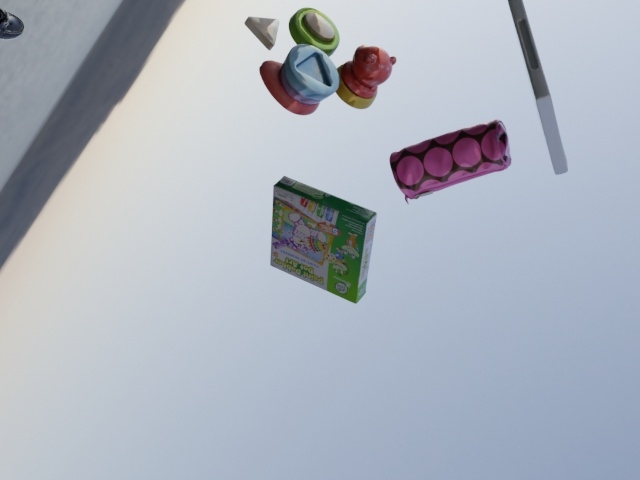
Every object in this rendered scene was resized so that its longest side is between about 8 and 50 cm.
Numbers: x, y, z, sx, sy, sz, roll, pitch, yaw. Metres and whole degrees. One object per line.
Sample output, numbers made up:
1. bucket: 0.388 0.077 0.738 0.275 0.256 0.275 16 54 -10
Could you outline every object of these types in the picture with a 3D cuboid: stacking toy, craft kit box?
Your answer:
1. stacking toy: 0.004 -0.433 1.723 0.308 0.280 0.130 -19 167 -41
2. craft kit box: 0.000 0.000 1.801 0.061 0.249 0.247 -47 151 -42

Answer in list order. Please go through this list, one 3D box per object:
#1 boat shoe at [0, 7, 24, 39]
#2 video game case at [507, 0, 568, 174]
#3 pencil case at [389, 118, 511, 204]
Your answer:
1. boat shoe: -0.496 -0.337 1.161 0.038 0.125 0.046 -13 -100 28
2. video game case: 0.351 -0.246 1.233 0.026 0.227 0.207 -15 -120 17
3. pencil case: 0.232 -0.139 1.356 0.209 0.095 0.098 -19 -116 22
